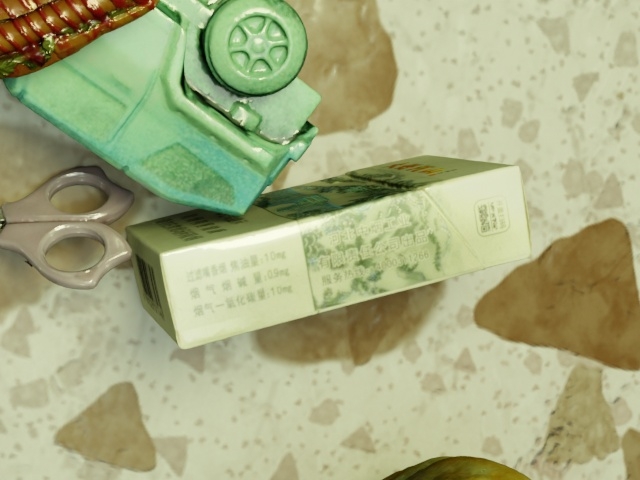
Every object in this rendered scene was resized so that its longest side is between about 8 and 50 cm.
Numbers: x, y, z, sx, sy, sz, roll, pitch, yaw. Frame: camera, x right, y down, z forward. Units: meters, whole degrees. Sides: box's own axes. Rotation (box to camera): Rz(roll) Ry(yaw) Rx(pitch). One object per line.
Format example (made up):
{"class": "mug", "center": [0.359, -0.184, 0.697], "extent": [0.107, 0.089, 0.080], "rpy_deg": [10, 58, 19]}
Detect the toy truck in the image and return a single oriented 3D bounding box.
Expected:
{"class": "toy truck", "center": [-0.130, -0.144, 0.778], "extent": [0.278, 0.155, 0.156], "rpy_deg": [35, 95, -19]}

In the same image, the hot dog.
{"class": "hot dog", "center": [-0.156, -0.137, 0.677], "extent": [0.144, 0.038, 0.062], "rpy_deg": [-20, 113, 0]}

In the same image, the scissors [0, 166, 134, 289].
{"class": "scissors", "center": [-0.238, -0.012, 0.809], "extent": [0.212, 0.110, 0.021], "rpy_deg": [2, 139, -7]}

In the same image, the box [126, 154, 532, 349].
{"class": "box", "center": [0.000, -0.001, 0.831], "extent": [0.256, 0.164, 0.069], "rpy_deg": [-14, 101, -16]}

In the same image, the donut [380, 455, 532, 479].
{"class": "donut", "center": [0.056, 0.307, 0.800], "extent": [0.360, 0.360, 0.170], "rpy_deg": [-45, 102, -7]}
